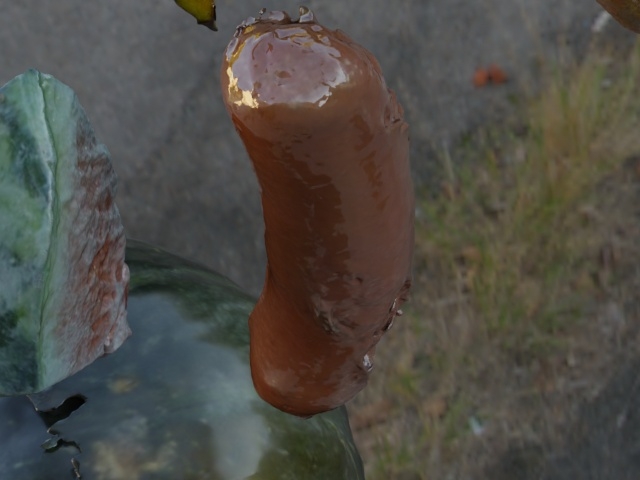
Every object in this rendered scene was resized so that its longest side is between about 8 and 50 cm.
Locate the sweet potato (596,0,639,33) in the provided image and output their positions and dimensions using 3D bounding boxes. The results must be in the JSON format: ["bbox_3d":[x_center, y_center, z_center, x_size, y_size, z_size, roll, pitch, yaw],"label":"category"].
[{"bbox_3d":[0.206,-0.255,1.475,0.214,0.050,0.050,46,68,-6],"label":"sweet potato"}]

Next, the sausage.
[{"bbox_3d":[0.002,-0.001,0.862,0.087,0.326,0.079,-5,60,-1],"label":"sausage"}]

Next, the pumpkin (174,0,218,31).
[{"bbox_3d":[-0.138,-0.297,1.364,0.149,0.254,0.130,-1,38,-6],"label":"pumpkin"}]

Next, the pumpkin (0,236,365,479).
[{"bbox_3d":[-0.183,0.212,1.236,0.454,0.344,0.454,-12,68,33],"label":"pumpkin"}]

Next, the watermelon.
[{"bbox_3d":[-0.115,0.013,0.694,0.081,0.180,0.094,41,56,15],"label":"watermelon"}]
